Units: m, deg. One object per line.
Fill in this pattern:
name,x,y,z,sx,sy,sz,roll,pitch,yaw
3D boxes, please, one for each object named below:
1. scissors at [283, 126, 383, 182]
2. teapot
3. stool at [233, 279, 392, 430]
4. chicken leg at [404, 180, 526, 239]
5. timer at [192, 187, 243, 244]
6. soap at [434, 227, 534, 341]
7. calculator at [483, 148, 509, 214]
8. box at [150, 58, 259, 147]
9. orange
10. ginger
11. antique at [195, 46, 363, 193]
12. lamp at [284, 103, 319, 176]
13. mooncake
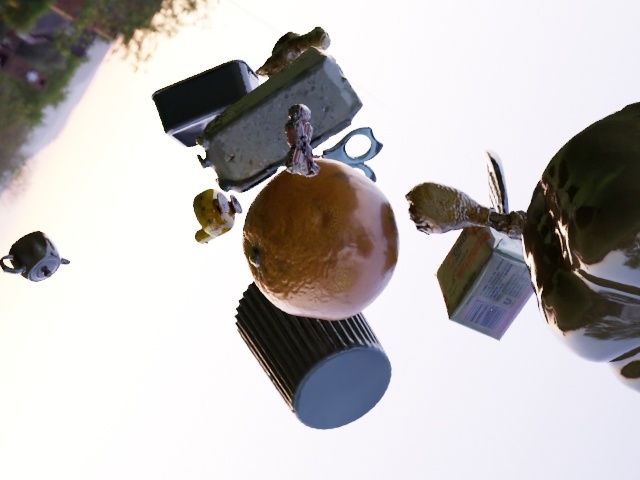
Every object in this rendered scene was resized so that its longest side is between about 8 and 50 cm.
scissors,-0.012,-0.192,2.139,0.029,0.360,0.191,-128,-138,-50
teapot,-0.461,0.035,1.401,0.068,0.121,0.076,47,-58,22
stool,-0.014,0.247,2.053,0.297,0.297,0.330,-55,-142,16
chicken leg,0.278,-0.051,1.642,0.087,0.251,0.107,74,30,-65
timer,-0.235,-0.054,1.853,0.109,0.107,0.107,-27,-146,21
soap,0.344,0.066,1.783,0.182,0.138,0.199,-94,-152,-59
calculator,0.399,-0.092,1.956,0.268,0.040,0.177,-82,163,-57
box,-0.213,-0.262,1.695,0.200,0.090,0.144,-19,167,7
orange,0.000,0.000,1.654,0.312,0.312,0.312,-49,-157,30
ginger,-0.058,-0.432,2.021,0.214,0.059,0.133,5,-117,47
antique,-0.078,-0.197,1.468,0.284,0.125,0.150,-35,-158,-1
lamp,-0.023,-0.119,1.021,0.063,0.031,0.083,2,87,-73
mooncake,0.532,0.020,1.234,0.467,0.467,0.262,-47,-153,33
